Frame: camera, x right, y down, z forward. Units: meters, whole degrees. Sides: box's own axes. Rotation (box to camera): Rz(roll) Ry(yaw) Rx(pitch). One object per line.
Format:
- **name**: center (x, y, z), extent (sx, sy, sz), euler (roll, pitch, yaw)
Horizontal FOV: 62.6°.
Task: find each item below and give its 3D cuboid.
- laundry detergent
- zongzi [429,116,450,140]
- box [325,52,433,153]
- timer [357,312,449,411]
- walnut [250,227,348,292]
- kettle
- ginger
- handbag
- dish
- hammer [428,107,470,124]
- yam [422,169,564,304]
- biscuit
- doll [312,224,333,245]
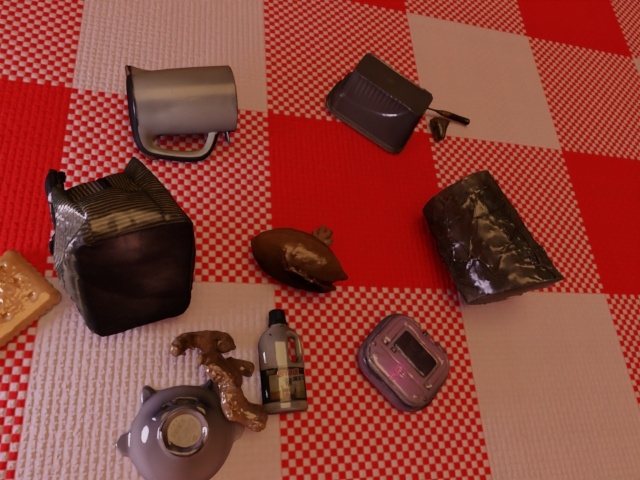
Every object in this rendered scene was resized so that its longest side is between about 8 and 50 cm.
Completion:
- **laundry detergent**: center (-0.086, 0.262, 1.158), extent (0.099, 0.070, 0.226), euler (-3, 66, -11)
- **zongzi**: center (0.378, -0.338, 1.614), extent (0.083, 0.040, 0.076), euler (1, 72, -37)
- **box**: center (0.167, -0.394, 1.483), extent (0.274, 0.178, 0.138), euler (33, 60, -2)
- **timer**: center (0.201, 0.285, 1.244), extent (0.208, 0.069, 0.190), euler (43, 58, 6)
- **walnut**: center (-0.049, 0.046, 1.232), extent (0.245, 0.137, 0.137), euler (23, 61, 3)
- **kettle**: center (-0.339, -0.314, 1.298), extent (0.255, 0.165, 0.241), euler (-9, 98, -21)
- **ginger**: center (-0.189, 0.277, 1.096), extent (0.258, 0.065, 0.149), euler (43, 31, 7)
- **handbag**: center (-0.397, 0.006, 1.041), extent (0.247, 0.341, 0.240), euler (-17, 55, -27)
- **dish**: center (-0.274, 0.369, 1.034), extent (0.236, 0.086, 0.228), euler (-26, 76, -27)
- **hammer**: center (0.377, -0.395, 1.630), extent (0.200, 0.021, 0.078), euler (12, 21, -22)
- **yam**: center (0.427, 0.003, 1.360), extent (0.240, 0.241, 0.348), euler (-15, 67, -24)
- **biscuit**: center (-0.665, 0.142, 1.040), extent (0.160, 0.030, 0.249), euler (43, 61, 4)
- **doll**: center (0.003, -0.006, 1.321), extent (0.061, 0.051, 0.093), euler (32, 59, 5)
